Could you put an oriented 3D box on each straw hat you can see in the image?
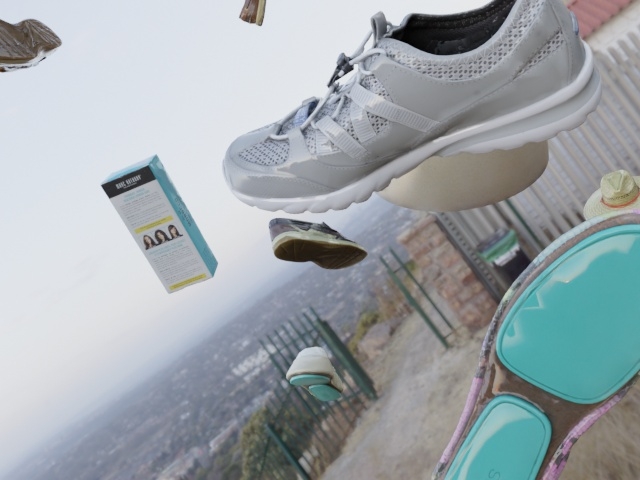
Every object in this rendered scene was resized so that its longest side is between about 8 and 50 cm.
[{"bbox_3d":[0.526,-0.090,1.040,0.144,0.061,0.144,-25,30,16],"label":"straw hat"}]

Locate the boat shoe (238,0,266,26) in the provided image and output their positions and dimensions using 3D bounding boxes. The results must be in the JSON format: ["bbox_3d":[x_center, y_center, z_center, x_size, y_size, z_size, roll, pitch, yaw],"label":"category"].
[{"bbox_3d":[-0.149,-0.574,1.326,0.060,0.178,0.064,7,-4,-11],"label":"boat shoe"}]

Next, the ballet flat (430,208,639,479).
[{"bbox_3d":[0.127,0.077,0.334,0.079,0.076,0.222,-22,-45,-59],"label":"ballet flat"}]

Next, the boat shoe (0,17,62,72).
[{"bbox_3d":[-0.731,-0.437,1.371,0.123,0.123,0.342,-39,18,17],"label":"boat shoe"}]

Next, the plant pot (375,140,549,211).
[{"bbox_3d":[0.193,-0.201,0.893,0.284,0.191,0.284,-11,34,7],"label":"plant pot"}]

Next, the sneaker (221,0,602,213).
[{"bbox_3d":[0.043,-0.109,0.426,0.281,0.115,0.105,-18,39,19],"label":"sneaker"}]

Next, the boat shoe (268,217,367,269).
[{"bbox_3d":[0.000,0.000,0.717,0.056,0.049,0.152,-37,-31,29],"label":"boat shoe"}]

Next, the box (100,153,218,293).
[{"bbox_3d":[-0.291,-0.027,1.087,0.100,0.244,0.060,-20,24,10],"label":"box"}]

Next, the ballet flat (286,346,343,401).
[{"bbox_3d":[-0.011,0.244,1.112,0.086,0.086,0.248,-37,-26,-7],"label":"ballet flat"}]
